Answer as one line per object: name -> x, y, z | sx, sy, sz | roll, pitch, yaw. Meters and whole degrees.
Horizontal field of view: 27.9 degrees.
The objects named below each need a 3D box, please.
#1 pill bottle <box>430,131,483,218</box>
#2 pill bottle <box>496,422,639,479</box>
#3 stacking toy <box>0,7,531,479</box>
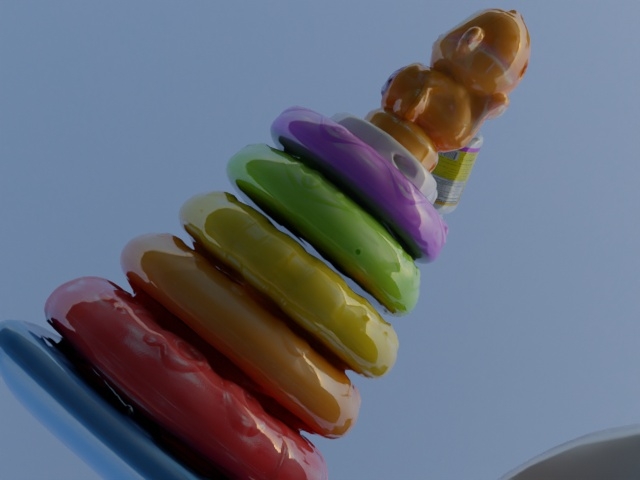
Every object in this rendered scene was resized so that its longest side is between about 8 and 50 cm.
pill bottle -> 0.092, -0.050, 0.995 | 0.043, 0.083, 0.043 | 17, -156, -8
pill bottle -> 0.213, 0.293, 0.620 | 0.224, 0.392, 0.224 | -26, -151, 16
stacking toy -> 0.000, 0.000, 0.629 | 0.165, 0.175, 0.302 | 37, -95, 19
